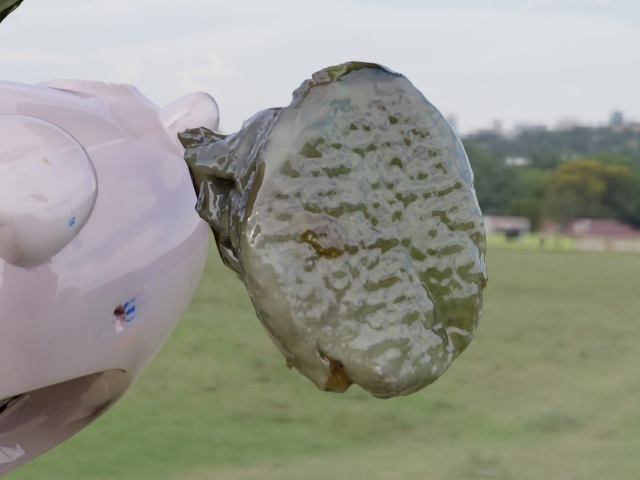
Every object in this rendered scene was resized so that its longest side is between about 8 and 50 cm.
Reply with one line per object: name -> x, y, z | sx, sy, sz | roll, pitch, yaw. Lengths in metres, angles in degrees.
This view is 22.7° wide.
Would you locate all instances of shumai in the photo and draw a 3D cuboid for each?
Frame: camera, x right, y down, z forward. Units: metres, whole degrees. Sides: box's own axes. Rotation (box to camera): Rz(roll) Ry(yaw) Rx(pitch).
shumai -> 0.000, 0.000, 0.936 | 0.201, 0.201, 0.120 | 0, -11, -42

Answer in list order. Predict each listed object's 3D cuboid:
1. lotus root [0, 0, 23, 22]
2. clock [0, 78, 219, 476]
lotus root -> -0.199, -0.190, 0.658 | 0.250, 0.250, 0.346 | 0, -27, -45
clock -> -0.248, 0.034, 1.243 | 0.376, 0.250, 0.368 | -30, -11, -42
